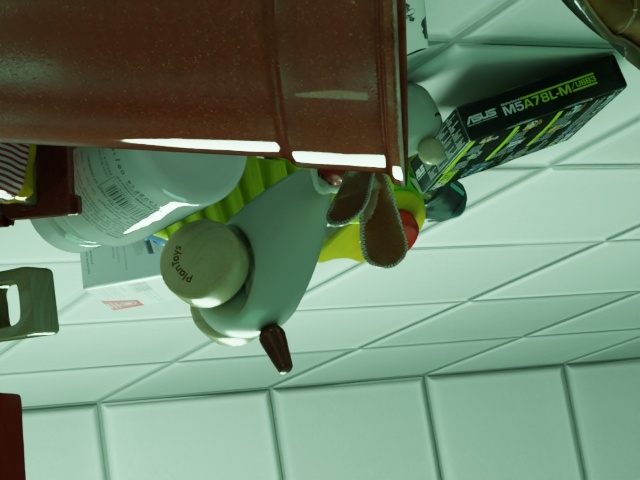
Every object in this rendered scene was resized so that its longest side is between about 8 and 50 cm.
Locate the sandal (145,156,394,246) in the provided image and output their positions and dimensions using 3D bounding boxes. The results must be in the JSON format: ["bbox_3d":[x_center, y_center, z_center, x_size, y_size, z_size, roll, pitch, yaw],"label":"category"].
[{"bbox_3d":[-0.083,-0.042,1.796,0.317,0.126,0.138,-1,169,-29],"label":"sandal"}]

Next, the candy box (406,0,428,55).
[{"bbox_3d":[-0.025,-0.172,1.216,0.196,0.070,0.165,-21,156,-3],"label":"candy box"}]

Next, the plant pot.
[{"bbox_3d":[-0.084,-0.164,0.988,0.265,0.272,0.272,-1,168,4],"label":"plant pot"}]

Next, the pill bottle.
[{"bbox_3d":[-0.182,-0.066,1.581,0.131,0.131,0.229,1,164,-38],"label":"pill bottle"}]

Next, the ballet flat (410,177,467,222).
[{"bbox_3d":[0.075,-0.047,2.014,0.203,0.074,0.074,-10,168,23],"label":"ballet flat"}]

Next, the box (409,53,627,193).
[{"bbox_3d":[0.201,-0.119,1.737,0.184,0.045,0.190,-18,170,-14],"label":"box"}]

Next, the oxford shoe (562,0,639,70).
[{"bbox_3d":[0.255,-0.211,1.442,0.076,0.076,0.212,-46,152,16],"label":"oxford shoe"}]

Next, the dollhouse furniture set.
[{"bbox_3d":[-0.311,0.041,1.426,0.152,0.374,0.201,-10,170,24],"label":"dollhouse furniture set"}]

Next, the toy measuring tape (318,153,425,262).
[{"bbox_3d":[0.016,0.009,1.937,0.330,0.121,0.121,-42,158,13],"label":"toy measuring tape"}]

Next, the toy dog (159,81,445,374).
[{"bbox_3d":[0.000,0.000,1.631,0.333,0.161,0.220,-49,155,17],"label":"toy dog"}]

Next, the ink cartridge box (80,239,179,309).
[{"bbox_3d":[-0.169,0.014,2.036,0.218,0.092,0.158,-8,168,5],"label":"ink cartridge box"}]
